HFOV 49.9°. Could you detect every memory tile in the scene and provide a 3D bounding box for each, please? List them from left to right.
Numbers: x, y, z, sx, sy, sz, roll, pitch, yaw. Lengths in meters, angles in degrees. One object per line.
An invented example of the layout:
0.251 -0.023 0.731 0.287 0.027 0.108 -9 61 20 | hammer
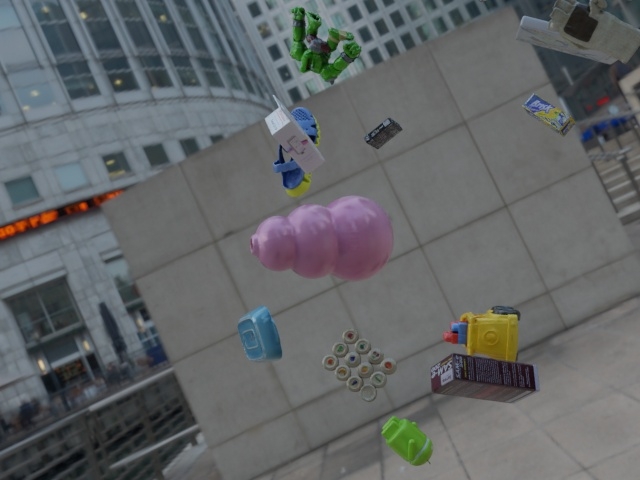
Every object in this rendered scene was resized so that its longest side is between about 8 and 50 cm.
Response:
0.085 0.274 1.518 0.113 0.148 0.012 -51 -23 -8 | memory tile

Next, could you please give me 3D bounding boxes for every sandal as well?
-0.086 -0.315 2.323 0.126 0.318 0.138 -9 -24 31 | sandal

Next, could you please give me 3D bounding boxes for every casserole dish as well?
-0.128 0.196 1.398 0.037 0.114 0.188 -17 -5 -24 | casserole dish

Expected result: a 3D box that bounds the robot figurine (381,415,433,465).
0.180 0.412 1.405 0.067 0.115 0.101 -50 -2 10 | robot figurine

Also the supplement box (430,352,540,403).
0.416 0.353 1.751 0.239 0.073 0.130 10 -30 -15 | supplement box

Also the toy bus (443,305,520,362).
0.461 0.266 1.988 0.211 0.150 0.220 1 1 7 | toy bus

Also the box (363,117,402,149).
0.157 -0.267 1.722 0.083 0.018 0.067 -38 -24 21 | box

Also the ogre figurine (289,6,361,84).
-0.004 -0.446 1.589 0.118 0.197 0.097 -64 -4 33 | ogre figurine

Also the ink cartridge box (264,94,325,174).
-0.080 -0.281 1.829 0.067 0.198 0.115 -37 34 7 | ink cartridge box

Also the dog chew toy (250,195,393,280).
0.000 0.000 1.629 0.331 0.207 0.206 -4 -10 -16 | dog chew toy

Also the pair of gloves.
0.621 -0.524 1.481 0.042 0.204 0.240 -24 -43 -61 | pair of gloves

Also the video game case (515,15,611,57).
0.787 -0.628 2.174 0.328 0.036 0.300 19 12 10 | video game case

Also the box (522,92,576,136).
0.737 -0.407 2.225 0.059 0.169 0.054 -49 -40 9 | box
